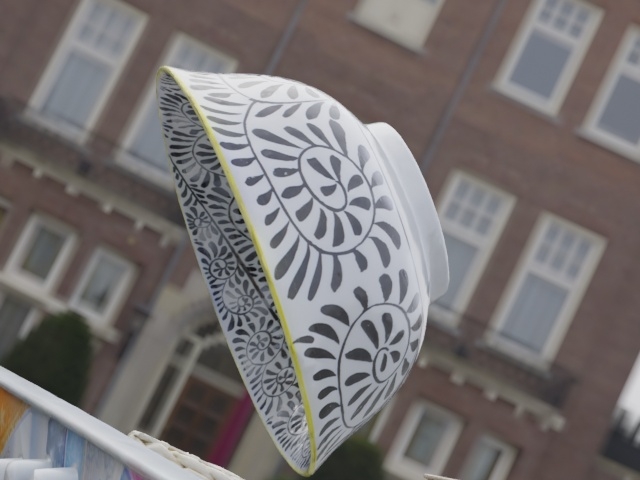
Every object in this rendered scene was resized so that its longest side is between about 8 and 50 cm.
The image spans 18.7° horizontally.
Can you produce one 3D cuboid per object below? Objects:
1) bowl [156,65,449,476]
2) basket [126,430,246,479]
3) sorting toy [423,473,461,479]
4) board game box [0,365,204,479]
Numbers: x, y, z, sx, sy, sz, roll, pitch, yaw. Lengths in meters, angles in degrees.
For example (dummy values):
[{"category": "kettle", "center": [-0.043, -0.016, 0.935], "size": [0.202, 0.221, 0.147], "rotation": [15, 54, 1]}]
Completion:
[{"category": "bowl", "center": [0.000, 0.000, 0.768], "size": [0.170, 0.080, 0.170], "rotation": [160, -90, -79]}, {"category": "basket", "center": [-0.067, 0.198, 1.110], "size": [0.167, 0.103, 0.113], "rotation": [26, -34, -1]}, {"category": "sorting toy", "center": [0.071, 0.162, 1.096], "size": [0.012, 0.062, 0.083], "rotation": [-18, 6, -22]}, {"category": "board game box", "center": [-0.102, 0.247, 0.581], "size": [0.050, 0.390, 0.390], "rotation": [4, 1, -20]}]
